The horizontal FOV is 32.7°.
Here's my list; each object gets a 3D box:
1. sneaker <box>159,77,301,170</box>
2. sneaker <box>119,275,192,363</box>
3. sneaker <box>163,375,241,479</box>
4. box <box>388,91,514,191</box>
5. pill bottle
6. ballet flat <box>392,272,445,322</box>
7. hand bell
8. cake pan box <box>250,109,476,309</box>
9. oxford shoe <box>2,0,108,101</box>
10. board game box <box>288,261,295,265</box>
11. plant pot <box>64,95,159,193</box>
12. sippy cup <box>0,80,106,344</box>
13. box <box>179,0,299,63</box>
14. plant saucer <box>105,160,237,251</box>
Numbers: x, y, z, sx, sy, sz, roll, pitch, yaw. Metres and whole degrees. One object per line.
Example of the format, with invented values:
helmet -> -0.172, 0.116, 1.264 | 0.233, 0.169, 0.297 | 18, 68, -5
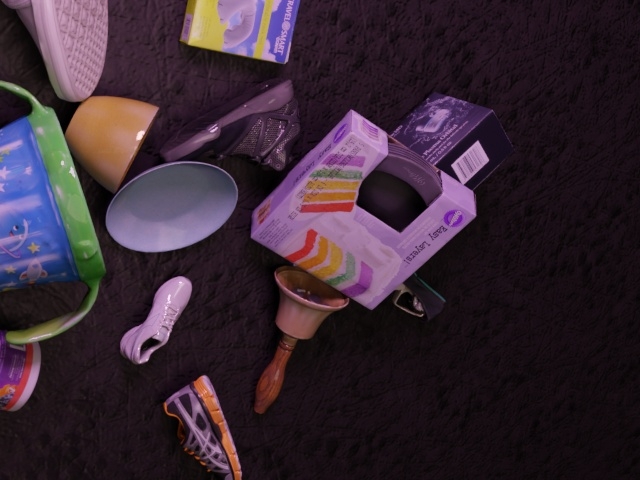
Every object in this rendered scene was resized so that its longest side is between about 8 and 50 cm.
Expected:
sneaker -> -0.120, -0.137, 1.604 | 0.227, 0.087, 0.130 | -31, 113, -24
sneaker -> -0.238, 0.124, 1.641 | 0.053, 0.061, 0.152 | 38, 84, -32
sneaker -> -0.183, 0.315, 1.734 | 0.083, 0.084, 0.215 | -21, 113, -8
box -> 0.192, -0.142, 1.742 | 0.156, 0.158, 0.093 | -43, 123, -12
pill bottle -> -0.489, 0.160, 1.477 | 0.193, 0.108, 0.108 | 21, 95, -33
ballet flat -> 0.139, 0.073, 1.840 | 0.074, 0.074, 0.203 | -49, 126, -7
hand bell -> -0.055, 0.175, 1.757 | 0.126, 0.126, 0.242 | 9, 114, -32
cake pan box -> 0.067, -0.042, 1.652 | 0.245, 0.070, 0.267 | 32, 124, -23
oxford shoe -> -0.371, -0.384, 1.359 | 0.130, 0.169, 0.449 | -3, 124, 14
board game box -> 0.000, 0.000, 1.762 | 0.090, 0.020, 0.090 | 7, 103, -32
plant pot -> -0.292, -0.144, 1.489 | 0.095, 0.134, 0.134 | 28, 92, -10
sippy cup -> -0.417, -0.031, 1.401 | 0.224, 0.305, 0.240 | -17, 159, -13
box -> -0.107, -0.320, 1.578 | 0.178, 0.042, 0.109 | 6, 104, -31
plant saucer -> -0.216, -0.058, 1.571 | 0.195, 0.037, 0.195 | -16, 146, -11
